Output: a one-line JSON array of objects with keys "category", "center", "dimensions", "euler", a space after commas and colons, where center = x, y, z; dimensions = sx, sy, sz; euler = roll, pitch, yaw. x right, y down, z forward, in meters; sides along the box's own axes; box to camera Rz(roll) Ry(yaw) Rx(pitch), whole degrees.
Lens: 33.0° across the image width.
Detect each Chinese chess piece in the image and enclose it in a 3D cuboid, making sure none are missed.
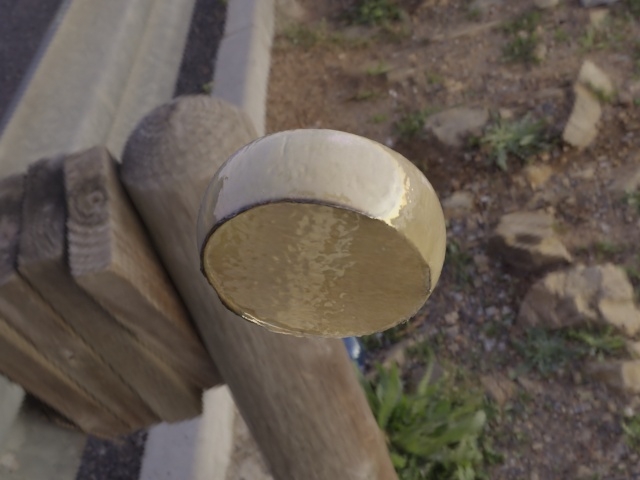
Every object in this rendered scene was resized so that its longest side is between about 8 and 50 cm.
[{"category": "Chinese chess piece", "center": [0.000, 0.000, 1.076], "dimensions": [0.250, 0.249, 0.103], "euler": [-7, 50, 22]}]
